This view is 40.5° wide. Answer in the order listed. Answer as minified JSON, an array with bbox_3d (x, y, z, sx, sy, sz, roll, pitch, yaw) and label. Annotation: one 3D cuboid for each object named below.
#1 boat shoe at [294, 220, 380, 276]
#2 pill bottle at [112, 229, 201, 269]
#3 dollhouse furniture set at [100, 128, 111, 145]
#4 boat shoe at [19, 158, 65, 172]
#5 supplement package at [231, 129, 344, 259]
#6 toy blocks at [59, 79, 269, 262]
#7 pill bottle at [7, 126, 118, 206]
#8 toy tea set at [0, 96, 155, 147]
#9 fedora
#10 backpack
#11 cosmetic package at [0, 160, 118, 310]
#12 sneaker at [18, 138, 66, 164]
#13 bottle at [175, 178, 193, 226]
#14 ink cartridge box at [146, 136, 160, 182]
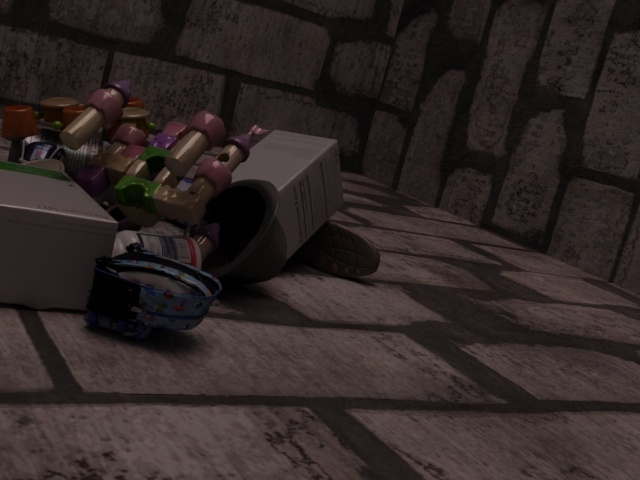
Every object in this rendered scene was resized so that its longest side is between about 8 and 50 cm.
[{"bbox_3d":[0.000,0.000,2.060,0.325,0.123,0.116,21,10,21],"label":"boat shoe"},{"bbox_3d":[-0.306,0.037,1.479,0.180,0.107,0.108,7,13,-36],"label":"pill bottle"},{"bbox_3d":[-0.440,-0.199,2.390,0.302,0.151,0.198,21,12,28],"label":"dollhouse furniture set"},{"bbox_3d":[-0.632,-0.070,1.599,0.335,0.095,0.112,-12,35,-19],"label":"boat shoe"},{"bbox_3d":[-0.098,-0.098,1.930,0.178,0.175,0.293,13,38,28],"label":"supplement package"},{"bbox_3d":[-0.278,-0.145,1.630,0.289,0.308,0.260,15,48,20],"label":"toy blocks"},{"bbox_3d":[-0.576,-0.166,2.015,0.283,0.161,0.161,11,11,-19],"label":"pill bottle"},{"bbox_3d":[-0.529,-0.242,1.917,0.336,0.124,0.200,0,21,-5],"label":"toy tea set"},{"bbox_3d":[-0.150,0.005,1.692,0.124,0.243,0.275,43,-12,-35],"label":"fedora"},{"bbox_3d":[-0.242,0.085,1.293,0.173,0.116,0.158,15,10,6],"label":"backpack"},{"bbox_3d":[-0.482,-0.019,1.413,0.197,0.155,0.366,9,11,-33],"label":"cosmetic package"},{"bbox_3d":[-0.602,-0.124,1.781,0.099,0.153,0.282,14,11,-3],"label":"sneaker"},{"bbox_3d":[-0.307,-0.079,2.113,0.118,0.092,0.283,7,13,-32],"label":"bottle"},{"bbox_3d":[-0.393,-0.138,2.001,0.045,0.206,0.208,19,10,3],"label":"ink cartridge box"}]
